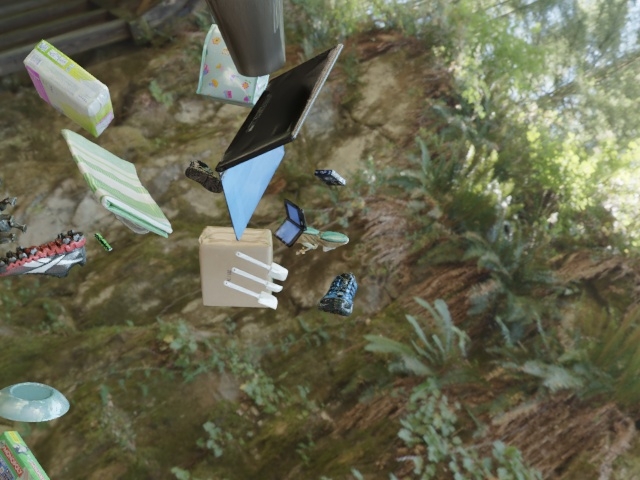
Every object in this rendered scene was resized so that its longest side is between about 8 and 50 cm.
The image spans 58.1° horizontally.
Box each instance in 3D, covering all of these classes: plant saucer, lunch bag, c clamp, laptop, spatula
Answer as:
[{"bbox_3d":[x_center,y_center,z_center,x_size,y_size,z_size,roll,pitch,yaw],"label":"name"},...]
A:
[{"bbox_3d":[-0.757,0.411,1.507,0.195,0.195,0.037,25,-76,58],"label":"plant saucer"},{"bbox_3d":[-0.290,-0.607,1.996,0.160,0.224,0.262,-12,113,-82],"label":"lunch bag"},{"bbox_3d":[-0.608,-0.097,1.920,0.161,0.137,0.022,43,-34,7],"label":"c clamp"},{"bbox_3d":[-0.089,-0.249,1.524,0.408,0.381,0.236,-15,-50,39],"label":"laptop"},{"bbox_3d":[-0.245,0.145,2.210,0.242,0.168,0.019,27,-14,-28],"label":"spatula"}]

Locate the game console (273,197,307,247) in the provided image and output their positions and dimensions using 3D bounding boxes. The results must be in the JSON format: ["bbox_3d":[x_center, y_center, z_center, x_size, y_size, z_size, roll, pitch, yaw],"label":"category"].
[{"bbox_3d":[-0.098,-0.055,1.726,0.122,0.071,0.107,35,-38,53],"label":"game console"}]

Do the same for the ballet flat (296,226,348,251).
[{"bbox_3d":[0.000,0.000,1.981,0.206,0.073,0.067,14,-61,23],"label":"ballet flat"}]

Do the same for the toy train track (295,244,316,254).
[{"bbox_3d":[-0.053,0.030,2.123,0.048,0.083,0.014,-141,-150,-68],"label":"toy train track"}]

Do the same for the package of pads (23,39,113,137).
[{"bbox_3d":[-0.749,-0.444,1.749,0.229,0.101,0.296,37,-15,-9],"label":"package of pads"}]

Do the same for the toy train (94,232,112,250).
[{"bbox_3d":[-0.722,0.006,1.917,0.083,0.017,0.024,43,3,17],"label":"toy train"}]

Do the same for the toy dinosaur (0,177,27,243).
[{"bbox_3d":[-1.054,-0.073,1.856,0.121,0.161,0.313,-88,-179,-48],"label":"toy dinosaur"}]

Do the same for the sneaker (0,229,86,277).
[{"bbox_3d":[-0.862,0.070,1.799,0.098,0.276,0.135,28,-48,51],"label":"sneaker"}]

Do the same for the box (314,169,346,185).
[{"bbox_3d":[0.030,-0.194,1.782,0.067,0.018,0.083,5,-16,35],"label":"box"}]

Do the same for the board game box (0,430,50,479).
[{"bbox_3d":[-0.797,0.691,1.511,0.317,0.213,0.046,37,4,28],"label":"board game box"}]

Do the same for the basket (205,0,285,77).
[{"bbox_3d":[-0.170,-0.527,1.393,0.205,0.154,0.226,6,-43,18],"label":"basket"}]

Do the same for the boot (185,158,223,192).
[{"bbox_3d":[-0.317,-0.181,1.602,0.121,0.045,0.099,27,16,-9],"label":"boot"}]

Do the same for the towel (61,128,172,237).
[{"bbox_3d":[-0.541,-0.154,1.541,0.324,0.038,0.248,51,11,35],"label":"towel"}]

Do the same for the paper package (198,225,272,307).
[{"bbox_3d":[-0.361,0.115,2.506,0.168,0.310,0.324,-90,-176,-60],"label":"paper package"}]

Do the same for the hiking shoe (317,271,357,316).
[{"bbox_3d":[0.059,0.170,1.892,0.304,0.113,0.131,-3,105,-86],"label":"hiking shoe"}]
